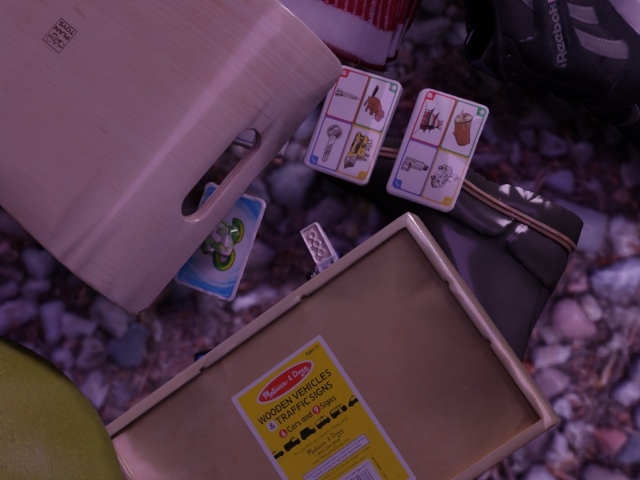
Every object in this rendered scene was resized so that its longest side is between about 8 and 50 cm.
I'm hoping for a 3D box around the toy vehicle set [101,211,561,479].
[{"bbox_3d":[0.000,0.124,0.838,0.267,0.035,0.166,-35,78,10],"label":"toy vehicle set"}]

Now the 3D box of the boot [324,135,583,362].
[{"bbox_3d":[0.076,0.013,0.909,0.198,0.077,0.137,20,78,4],"label":"boot"}]

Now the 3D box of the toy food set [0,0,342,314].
[{"bbox_3d":[-0.162,-0.124,0.893,0.306,0.092,0.220,39,89,26],"label":"toy food set"}]

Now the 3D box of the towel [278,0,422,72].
[{"bbox_3d":[-0.004,-0.309,0.905,0.237,0.037,0.329,23,112,13],"label":"towel"}]

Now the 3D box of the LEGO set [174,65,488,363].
[{"bbox_3d":[0.000,0.000,0.896,0.182,0.060,0.244,19,89,19],"label":"LEGO set"}]

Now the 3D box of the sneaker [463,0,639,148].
[{"bbox_3d":[0.168,-0.142,0.911,0.124,0.107,0.283,-39,111,-2],"label":"sneaker"}]

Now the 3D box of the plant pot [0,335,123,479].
[{"bbox_3d":[-0.277,0.159,0.710,0.274,0.293,0.275,-1,76,5],"label":"plant pot"}]
